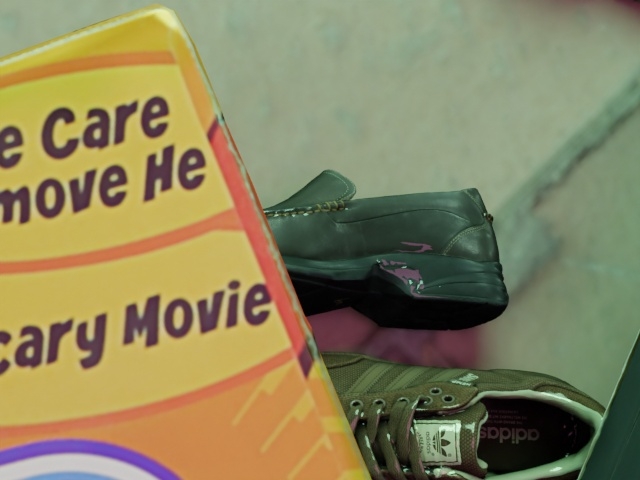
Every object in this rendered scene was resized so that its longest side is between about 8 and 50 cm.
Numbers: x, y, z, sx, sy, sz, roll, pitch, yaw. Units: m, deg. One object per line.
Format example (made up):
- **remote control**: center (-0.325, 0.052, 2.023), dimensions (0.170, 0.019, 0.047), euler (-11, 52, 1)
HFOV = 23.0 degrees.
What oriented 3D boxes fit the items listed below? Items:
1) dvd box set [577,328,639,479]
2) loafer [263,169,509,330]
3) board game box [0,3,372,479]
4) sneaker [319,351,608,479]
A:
- **dvd box set**: center (0.325, 0.108, 0.690), dimensions (0.420, 0.062, 0.308), euler (23, 91, -18)
- **loafer**: center (0.000, 0.000, 0.683), dimensions (0.170, 0.062, 0.061), euler (8, 68, -25)
- **board game box**: center (-0.156, 0.192, 0.448), dimensions (0.356, 0.356, 0.356), euler (-22, 91, -12)
- **sneaker**: center (0.035, 0.078, 0.674), dimensions (0.188, 0.071, 0.066), euler (-2, 85, -16)
